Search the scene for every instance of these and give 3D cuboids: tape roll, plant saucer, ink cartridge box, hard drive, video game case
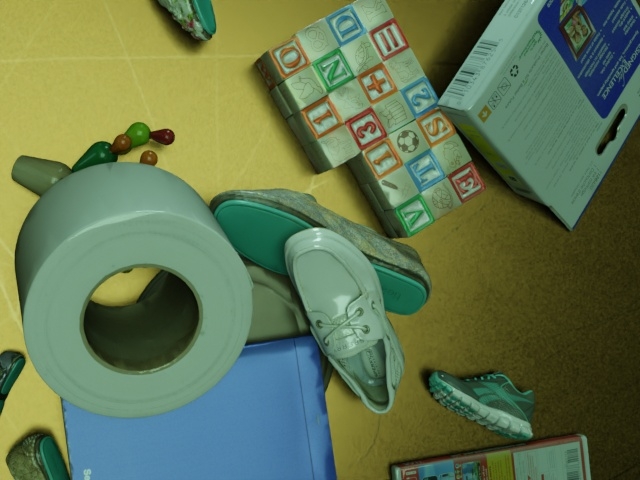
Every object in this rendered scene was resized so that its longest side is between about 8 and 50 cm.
[{"bbox_3d":[-0.212,0.052,1.156,0.246,0.169,0.246,-7,114,-16],"label":"tape roll"},{"bbox_3d":[-0.111,0.141,1.332,0.278,0.041,0.277,0,89,-15],"label":"plant saucer"},{"bbox_3d":[0.329,-0.216,1.408,0.307,0.072,0.303,41,78,-44],"label":"ink cartridge box"},{"bbox_3d":[-0.147,0.242,1.273,0.319,0.040,0.210,-7,88,-15],"label":"hard drive"},{"bbox_3d":[0.244,0.388,1.428,0.285,0.025,0.204,-6,91,-15],"label":"video game case"}]

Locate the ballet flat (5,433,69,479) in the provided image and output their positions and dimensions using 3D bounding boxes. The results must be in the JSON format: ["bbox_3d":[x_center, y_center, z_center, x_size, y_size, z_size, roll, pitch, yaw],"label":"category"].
[{"bbox_3d":[-0.328,0.337,1.270,0.067,0.073,0.206,-19,92,14],"label":"ballet flat"}]

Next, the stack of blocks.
[{"bbox_3d":[0.065,-0.150,1.353,0.171,0.087,0.297,-32,97,-12],"label":"stack of blocks"}]

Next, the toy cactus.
[{"bbox_3d":[-0.285,-0.060,1.271,0.181,0.112,0.219,21,87,6],"label":"toy cactus"}]

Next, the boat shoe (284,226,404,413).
[{"bbox_3d":[0.038,0.106,1.282,0.098,0.096,0.277,-20,124,16],"label":"boat shoe"}]

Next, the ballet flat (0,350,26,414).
[{"bbox_3d":[-0.399,0.187,1.262,0.041,0.041,0.114,26,83,-13],"label":"ballet flat"}]

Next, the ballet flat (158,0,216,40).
[{"bbox_3d":[-0.192,-0.360,1.304,0.077,0.091,0.241,-14,89,16],"label":"ballet flat"}]

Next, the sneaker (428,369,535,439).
[{"bbox_3d":[0.223,0.208,1.414,0.166,0.065,0.076,29,66,-16],"label":"sneaker"}]

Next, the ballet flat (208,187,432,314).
[{"bbox_3d":[0.000,0.000,1.331,0.316,0.106,0.107,28,125,-19],"label":"ballet flat"}]
